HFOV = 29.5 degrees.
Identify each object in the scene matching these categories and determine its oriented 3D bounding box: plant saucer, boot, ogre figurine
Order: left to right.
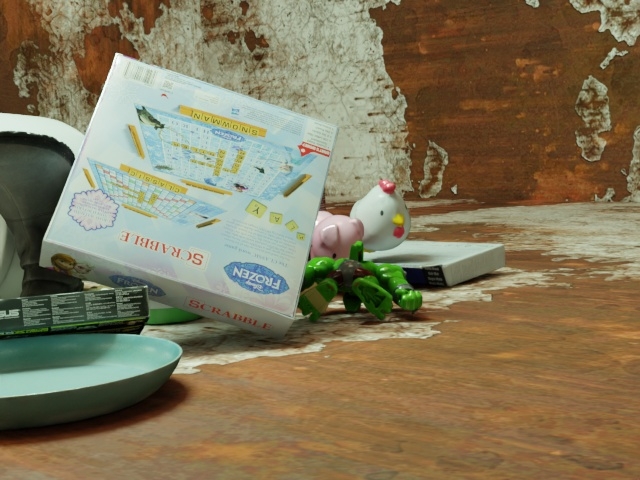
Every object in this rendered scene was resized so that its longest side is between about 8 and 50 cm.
[{"bbox_3d":[-0.301,0.146,1.260,0.318,0.043,0.317,-3,5,0],"label":"plant saucer"},{"bbox_3d":[-0.369,-0.002,1.576,0.118,0.222,0.338,-2,-15,14],"label":"boot"},{"bbox_3d":[0.045,0.058,1.670,0.197,0.096,0.118,-13,15,17],"label":"ogre figurine"}]

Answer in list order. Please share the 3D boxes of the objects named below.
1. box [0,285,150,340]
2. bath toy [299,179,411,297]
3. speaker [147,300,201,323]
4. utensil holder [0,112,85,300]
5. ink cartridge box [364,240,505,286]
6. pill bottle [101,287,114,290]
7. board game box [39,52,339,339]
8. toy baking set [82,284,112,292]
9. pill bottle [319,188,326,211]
[{"bbox_3d":[-0.310,0.098,1.474,0.191,0.045,0.184,-5,-14,-14],"label":"box"},{"bbox_3d":[0.000,0.000,1.855,0.348,0.129,0.151,-21,57,-29],"label":"bath toy"},{"bbox_3d":[-0.226,-0.036,1.724,0.131,0.296,0.131,-3,6,0],"label":"speaker"},{"bbox_3d":[-0.527,-0.045,1.863,0.328,0.327,0.385,-1,5,16],"label":"utensil holder"},{"bbox_3d":[0.151,0.041,1.990,0.223,0.045,0.224,2,10,44],"label":"ink cartridge box"},{"bbox_3d":[-0.285,0.085,1.817,0.083,0.043,0.043,-3,6,1],"label":"pill bottle"},{"bbox_3d":[-0.159,-0.061,1.564,0.319,0.318,0.066,18,-35,-6],"label":"board game box"},{"bbox_3d":[-0.255,0.075,1.957,0.256,0.030,0.197,1,7,35],"label":"toy baking set"},{"bbox_3d":[-0.050,-0.064,2.258,0.121,0.221,0.121,-3,6,0],"label":"pill bottle"}]
